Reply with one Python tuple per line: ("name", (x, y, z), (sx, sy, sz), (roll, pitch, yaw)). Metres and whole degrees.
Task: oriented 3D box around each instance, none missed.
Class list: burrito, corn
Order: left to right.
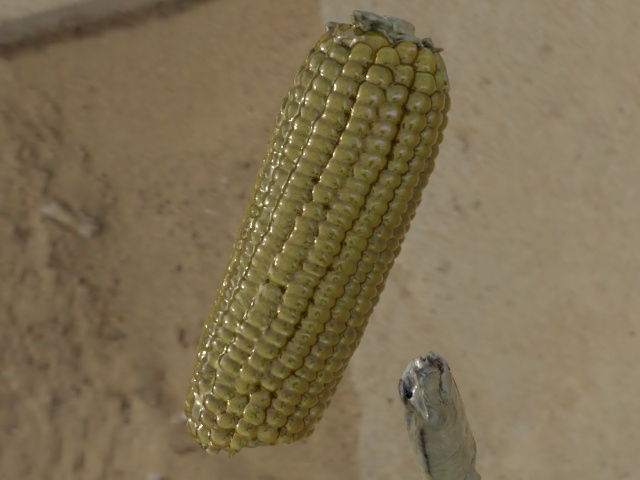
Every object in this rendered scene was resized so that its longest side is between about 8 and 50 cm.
("corn", (0.000, 0.000, 1.533), (0.144, 0.144, 0.387), (23, 99, 29))
("burrito", (0.083, 0.133, 1.289), (0.045, 0.188, 0.058), (-22, 56, -1))
